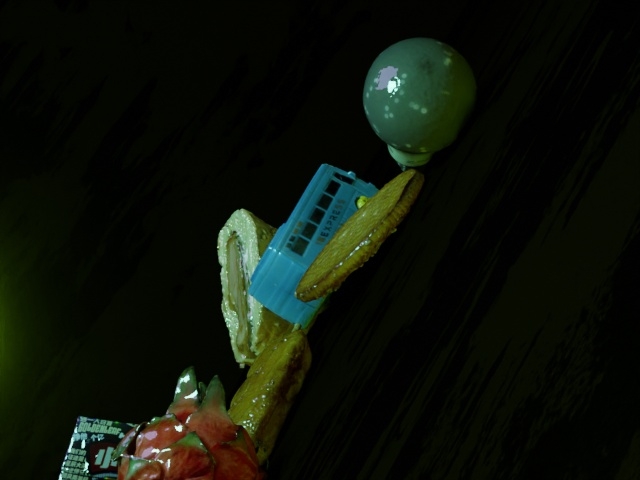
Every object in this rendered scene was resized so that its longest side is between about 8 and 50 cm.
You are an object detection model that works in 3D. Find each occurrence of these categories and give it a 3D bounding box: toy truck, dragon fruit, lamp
[{"bbox_3d":[0.000,0.000,2.303,0.161,0.162,0.385,-57,2,36],"label":"toy truck"},{"bbox_3d":[-0.170,0.303,1.575,0.192,0.193,0.274,-39,22,29],"label":"dragon fruit"},{"bbox_3d":[0.152,-0.187,1.928,0.314,0.182,0.182,96,-161,-52],"label":"lamp"}]

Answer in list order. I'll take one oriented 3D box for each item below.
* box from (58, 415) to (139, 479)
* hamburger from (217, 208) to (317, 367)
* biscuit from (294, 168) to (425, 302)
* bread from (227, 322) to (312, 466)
[{"bbox_3d":[-0.289,0.416,1.693,0.084,0.198,0.310,86,-167,-55],"label":"box"},{"bbox_3d":[-0.082,0.096,2.420,0.162,0.209,0.330,-44,48,42],"label":"hamburger"},{"bbox_3d":[0.068,-0.005,2.006,0.305,0.038,0.305,-46,8,8],"label":"biscuit"},{"bbox_3d":[-0.076,0.237,1.859,0.124,0.084,0.344,-29,18,32],"label":"bread"}]
